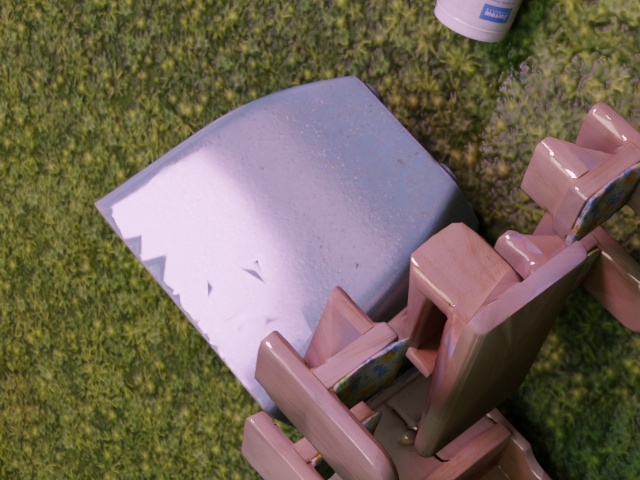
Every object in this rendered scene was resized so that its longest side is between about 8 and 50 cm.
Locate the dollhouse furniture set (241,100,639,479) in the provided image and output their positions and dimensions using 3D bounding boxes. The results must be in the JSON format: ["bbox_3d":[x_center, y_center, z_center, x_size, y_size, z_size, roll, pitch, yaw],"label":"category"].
[{"bbox_3d":[0.152,0.160,1.315,0.256,0.362,0.394,46,153,19],"label":"dollhouse furniture set"}]

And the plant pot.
[{"bbox_3d":[0.000,0.000,1.436,0.252,0.247,0.248,-41,71,1],"label":"plant pot"}]

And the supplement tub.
[{"bbox_3d":[0.148,-0.233,1.374,0.071,0.071,0.107,35,122,25],"label":"supplement tub"}]
